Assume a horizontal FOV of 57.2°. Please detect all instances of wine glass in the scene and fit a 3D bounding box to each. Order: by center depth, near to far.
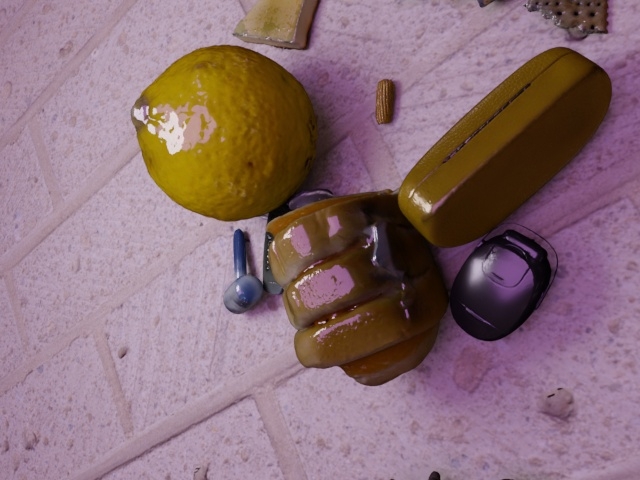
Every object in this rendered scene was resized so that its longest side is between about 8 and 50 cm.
[{"bbox_3d":[0.000,0.000,1.198,0.111,0.111,0.205,-23,71,29],"label":"wine glass"}]

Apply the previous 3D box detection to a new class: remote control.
[{"bbox_3d":[-0.088,0.008,1.295,0.072,0.042,0.222,6,89,32],"label":"remote control"}]

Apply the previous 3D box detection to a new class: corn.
[{"bbox_3d":[0.129,-0.279,1.181,0.037,0.037,0.092,5,92,32],"label":"corn"}]

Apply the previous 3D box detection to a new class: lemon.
[{"bbox_3d":[-0.192,-0.213,1.187,0.349,0.387,0.350,0,91,51],"label":"lemon"}]

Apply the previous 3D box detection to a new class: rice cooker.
[{"bbox_3d":[0.309,0.073,0.994,0.142,0.118,0.203,40,108,28],"label":"rice cooker"}]

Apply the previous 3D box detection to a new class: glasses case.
[{"bbox_3d":[0.293,-0.148,0.967,0.371,0.173,0.141,-42,48,6],"label":"glasses case"}]

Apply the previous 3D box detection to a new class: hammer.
[{"bbox_3d":[-0.179,0.063,1.329,0.116,0.069,0.194,-42,49,55],"label":"hammer"}]

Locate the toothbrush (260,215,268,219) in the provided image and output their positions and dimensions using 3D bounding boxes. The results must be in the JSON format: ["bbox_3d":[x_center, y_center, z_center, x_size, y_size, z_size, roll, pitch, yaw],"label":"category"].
[{"bbox_3d":[-0.176,-0.068,1.369,0.162,0.017,0.014,17,93,32],"label":"toothbrush"}]

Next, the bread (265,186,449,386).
[{"bbox_3d":[0.078,0.080,1.026,0.210,0.300,0.342,133,127,-68],"label":"bread"}]

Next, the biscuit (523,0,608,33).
[{"bbox_3d":[0.413,-0.449,0.986,0.143,0.016,0.203,3,89,2],"label":"biscuit"}]

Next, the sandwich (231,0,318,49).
[{"bbox_3d":[-0.099,-0.525,1.331,0.192,0.058,0.163,19,95,34],"label":"sandwich"}]

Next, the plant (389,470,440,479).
[{"bbox_3d":[0.165,0.564,0.998,0.181,0.194,0.321,-30,66,52],"label":"plant"}]

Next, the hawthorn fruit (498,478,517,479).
[{"bbox_3d":[0.327,0.494,0.933,0.185,0.185,0.202,18,115,32],"label":"hawthorn fruit"}]

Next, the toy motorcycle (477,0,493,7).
[{"bbox_3d":[0.258,-0.516,1.071,0.307,0.108,0.174,13,93,27],"label":"toy motorcycle"}]
